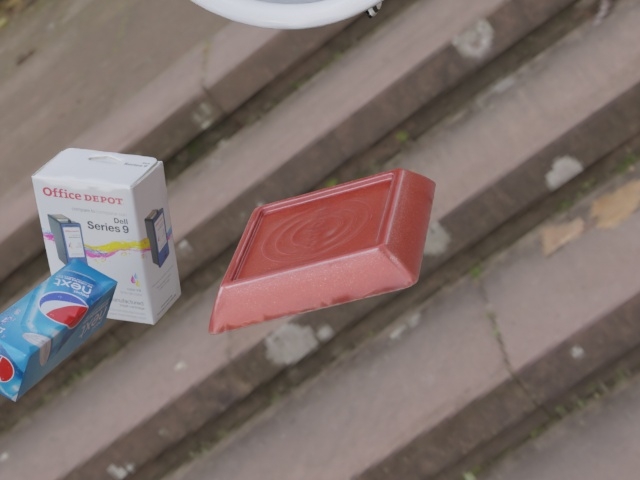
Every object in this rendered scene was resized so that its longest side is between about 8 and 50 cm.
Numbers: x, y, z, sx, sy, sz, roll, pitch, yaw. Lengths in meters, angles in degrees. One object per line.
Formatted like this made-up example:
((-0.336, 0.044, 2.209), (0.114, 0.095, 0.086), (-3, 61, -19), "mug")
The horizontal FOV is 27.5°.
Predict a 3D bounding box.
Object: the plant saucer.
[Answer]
((0.000, 0.000, 1.569), (0.259, 0.047, 0.258), (-15, 25, 18), "plant saucer")

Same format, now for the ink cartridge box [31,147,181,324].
((-0.283, -0.006, 1.745), (0.154, 0.212, 0.093), (7, 29, 19), "ink cartridge box")

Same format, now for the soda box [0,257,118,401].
((-0.324, 0.102, 1.545), (0.071, 0.067, 0.210), (-67, -9, 29), "soda box")

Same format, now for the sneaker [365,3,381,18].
((0.025, -0.305, 1.614), (0.040, 0.109, 0.043), (13, -88, -88), "sneaker")

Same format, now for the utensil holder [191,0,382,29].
((0.018, -0.405, 1.213), (0.328, 0.327, 0.385), (-29, 12, 29), "utensil holder")
